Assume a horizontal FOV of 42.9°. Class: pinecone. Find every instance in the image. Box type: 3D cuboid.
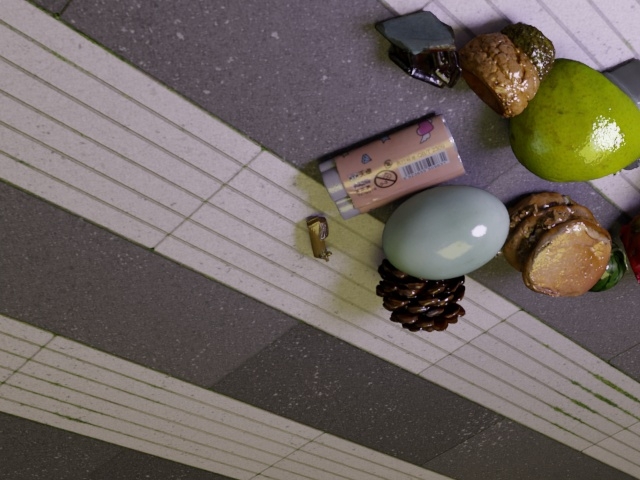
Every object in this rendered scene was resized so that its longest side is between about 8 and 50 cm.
[{"bbox_3d":[0.245,0.101,1.993,0.224,0.224,0.273,-10,116,-1],"label":"pinecone"}]

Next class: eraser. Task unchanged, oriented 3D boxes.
[{"bbox_3d":[0.158,-0.153,1.781,0.290,0.087,0.171,-22,136,10],"label":"eraser"}]

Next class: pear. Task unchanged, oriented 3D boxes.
[{"bbox_3d":[0.486,-0.242,1.635,0.288,0.139,0.239,8,131,41],"label":"pear"}]

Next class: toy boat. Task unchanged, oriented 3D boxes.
[{"bbox_3d":[0.000,0.000,1.942,0.049,0.047,0.149,-11,138,0],"label":"toy boat"}]

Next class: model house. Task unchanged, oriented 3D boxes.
[{"bbox_3d":[0.201,-0.342,1.542,0.106,0.165,0.152,-32,139,-3],"label":"model house"}]

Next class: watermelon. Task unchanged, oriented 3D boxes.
[{"bbox_3d":[0.722,0.054,2.091,0.140,0.141,0.187,3,151,-16],"label":"watermelon"}]

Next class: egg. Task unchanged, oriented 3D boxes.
[{"bbox_3d":[0.274,-0.018,1.787,0.282,0.203,0.203,-16,139,8],"label":"egg"}]

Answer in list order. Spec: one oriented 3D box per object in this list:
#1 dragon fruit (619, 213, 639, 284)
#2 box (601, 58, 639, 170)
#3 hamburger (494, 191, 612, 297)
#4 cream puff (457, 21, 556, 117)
[{"bbox_3d":[0.904,0.002,2.002,0.291,0.250,0.269,-22,133,29],"label":"dragon fruit"},{"bbox_3d":[0.658,-0.265,1.725,0.129,0.148,0.210,-28,137,4],"label":"box"},{"bbox_3d":[0.546,0.005,1.951,0.260,0.211,0.245,-20,131,1],"label":"hamburger"},{"bbox_3d":[0.368,-0.349,1.569,0.169,0.183,0.183,-44,133,5],"label":"cream puff"}]
